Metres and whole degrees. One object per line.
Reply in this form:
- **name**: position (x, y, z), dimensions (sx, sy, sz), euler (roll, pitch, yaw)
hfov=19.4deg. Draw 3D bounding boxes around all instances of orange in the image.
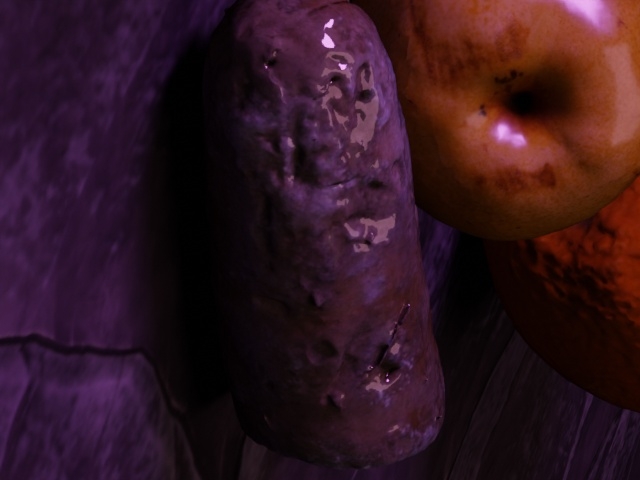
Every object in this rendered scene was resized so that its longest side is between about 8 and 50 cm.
- **orange**: position (0.274, -0.017, 1.431), dimensions (0.312, 0.312, 0.312), euler (-48, 148, -43)

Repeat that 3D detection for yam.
- **yam**: position (0.000, 0.000, 1.039), dimensions (0.133, 0.133, 0.330), euler (-51, 148, -39)

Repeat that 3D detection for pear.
- **pear**: position (0.111, -0.107, 1.126), dimensions (0.209, 0.209, 0.209), euler (-48, 148, -43)
